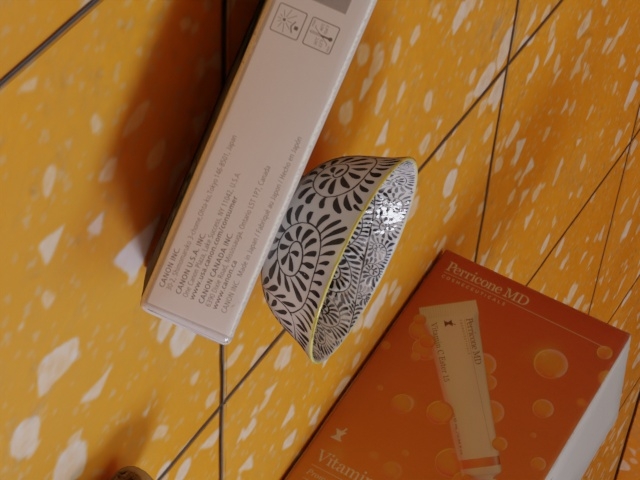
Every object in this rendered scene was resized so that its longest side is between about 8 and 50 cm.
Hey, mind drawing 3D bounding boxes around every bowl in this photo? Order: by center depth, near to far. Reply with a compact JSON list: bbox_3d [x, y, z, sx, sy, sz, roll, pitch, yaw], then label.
[{"bbox_3d":[0.000,0.000,1.300,0.170,0.080,0.170,-57,164,-27],"label":"bowl"}]

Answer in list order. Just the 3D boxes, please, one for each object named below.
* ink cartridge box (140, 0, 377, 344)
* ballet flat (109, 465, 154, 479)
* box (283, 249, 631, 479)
[{"bbox_3d":[-0.029,-0.099,1.136,0.261,0.066,0.296,-112,-135,-81],"label":"ink cartridge box"},{"bbox_3d":[-0.180,0.246,1.179,0.248,0.086,0.086,-49,156,-41],"label":"ballet flat"},{"bbox_3d":[0.130,0.216,1.708,0.345,0.215,0.168,-54,158,-29],"label":"box"}]
